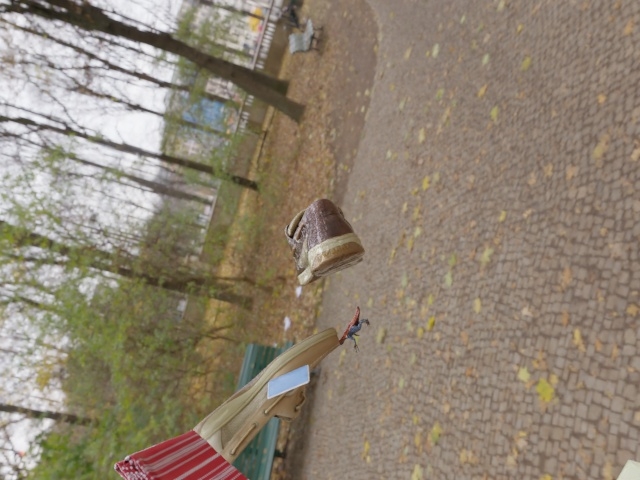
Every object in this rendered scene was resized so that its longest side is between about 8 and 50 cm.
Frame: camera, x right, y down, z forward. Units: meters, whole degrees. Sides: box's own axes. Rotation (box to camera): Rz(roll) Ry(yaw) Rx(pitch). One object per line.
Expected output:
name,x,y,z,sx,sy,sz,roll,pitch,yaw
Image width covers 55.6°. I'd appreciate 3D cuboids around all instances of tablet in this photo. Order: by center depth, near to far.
tablet,-0.058,0.257,1.103,0.054,0.083,0.006,-98,-18,-68

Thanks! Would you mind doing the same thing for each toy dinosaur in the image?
toy dinosaur,0.062,0.185,1.259,0.082,0.090,0.047,-26,10,10

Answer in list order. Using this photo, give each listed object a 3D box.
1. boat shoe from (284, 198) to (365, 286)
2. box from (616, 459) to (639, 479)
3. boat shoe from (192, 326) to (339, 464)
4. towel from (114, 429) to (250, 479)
boat shoe,0.000,0.000,1.071,0.342,0.123,0.123,100,148,-82
box,0.553,0.511,0.998,0.243,0.117,0.213,-51,-5,-12
boat shoe,-0.084,0.302,1.185,0.341,0.110,0.122,-38,-9,-14
towel,-0.114,0.352,0.789,0.031,0.275,0.199,-56,-17,3
